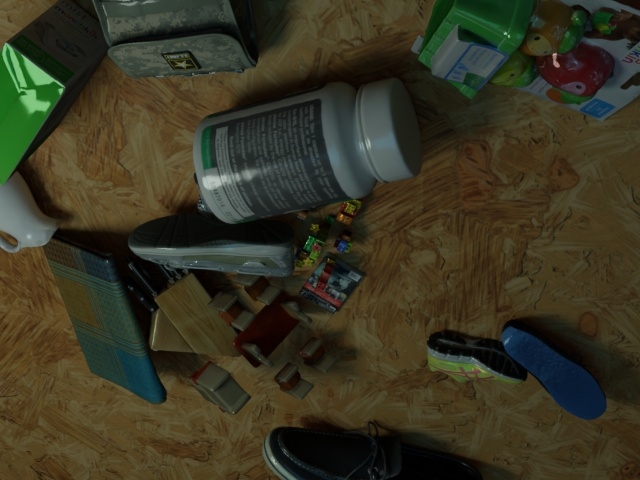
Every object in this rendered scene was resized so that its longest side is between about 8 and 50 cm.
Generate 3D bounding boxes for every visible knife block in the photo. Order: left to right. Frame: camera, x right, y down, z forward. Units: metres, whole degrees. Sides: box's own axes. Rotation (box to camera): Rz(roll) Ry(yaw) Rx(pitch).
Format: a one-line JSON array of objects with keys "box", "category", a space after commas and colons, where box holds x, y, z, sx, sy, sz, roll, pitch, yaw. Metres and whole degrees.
[{"box": [-0.270, 0.105, 1.899, 0.275, 0.088, 0.242, 8, 101, -20], "category": "knife block"}]

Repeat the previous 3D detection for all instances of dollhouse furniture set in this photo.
[{"box": [-0.140, 0.219, 1.877, 0.262, 0.259, 0.135, 52, 160, -22], "category": "dollhouse furniture set"}]

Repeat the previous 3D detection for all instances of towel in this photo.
[{"box": [-0.458, 0.163, 1.956, 0.271, 0.040, 0.370, 16, 129, 41], "category": "towel"}]

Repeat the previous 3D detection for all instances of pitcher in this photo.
[{"box": [-0.654, -0.066, 1.882, 0.177, 0.125, 0.207, -24, 119, 35], "category": "pitcher"}]

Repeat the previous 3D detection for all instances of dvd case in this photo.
[{"box": [0.021, 0.087, 1.867, 0.087, 0.013, 0.119, 30, 125, -6], "category": "dvd case"}]

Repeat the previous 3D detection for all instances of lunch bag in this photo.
[{"box": [-0.242, -0.393, 1.538, 0.235, 0.169, 0.287, -3, 129, 12], "category": "lunch bag"}]

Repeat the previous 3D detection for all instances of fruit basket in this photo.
[{"box": [0.337, -0.285, 1.397, 0.353, 0.166, 0.327, 25, 164, -5], "category": "fruit basket"}]

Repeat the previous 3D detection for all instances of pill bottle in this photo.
[{"box": [-0.020, -0.158, 1.605, 0.360, 0.204, 0.204, -11, 119, 21], "category": "pill bottle"}]

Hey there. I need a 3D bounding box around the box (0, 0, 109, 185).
[{"box": [-0.512, -0.269, 1.644, 0.126, 0.231, 0.262, 37, 123, -11], "category": "box"}]

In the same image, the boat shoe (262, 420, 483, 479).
[{"box": [0.121, 0.490, 2.006, 0.499, 0.187, 0.156, 19, 120, -4], "category": "boat shoe"}]

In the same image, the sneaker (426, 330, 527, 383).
[{"box": [0.312, 0.251, 1.866, 0.208, 0.081, 0.094, 17, 132, 11], "category": "sneaker"}]

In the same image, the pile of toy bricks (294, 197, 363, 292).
[{"box": [0.000, 0.000, 1.751, 0.118, 0.105, 0.212, 23, 119, -2], "category": "pile of toy bricks"}]

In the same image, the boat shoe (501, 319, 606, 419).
[{"box": [0.464, 0.239, 1.811, 0.109, 0.089, 0.258, -40, 101, 18], "category": "boat shoe"}]

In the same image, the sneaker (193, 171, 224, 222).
[{"box": [-0.220, -0.074, 1.804, 0.058, 0.052, 0.135, -13, 118, 26], "category": "sneaker"}]

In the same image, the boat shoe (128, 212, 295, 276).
[{"box": [-0.207, 0.020, 1.774, 0.320, 0.118, 0.103, 0, 125, 1], "category": "boat shoe"}]
